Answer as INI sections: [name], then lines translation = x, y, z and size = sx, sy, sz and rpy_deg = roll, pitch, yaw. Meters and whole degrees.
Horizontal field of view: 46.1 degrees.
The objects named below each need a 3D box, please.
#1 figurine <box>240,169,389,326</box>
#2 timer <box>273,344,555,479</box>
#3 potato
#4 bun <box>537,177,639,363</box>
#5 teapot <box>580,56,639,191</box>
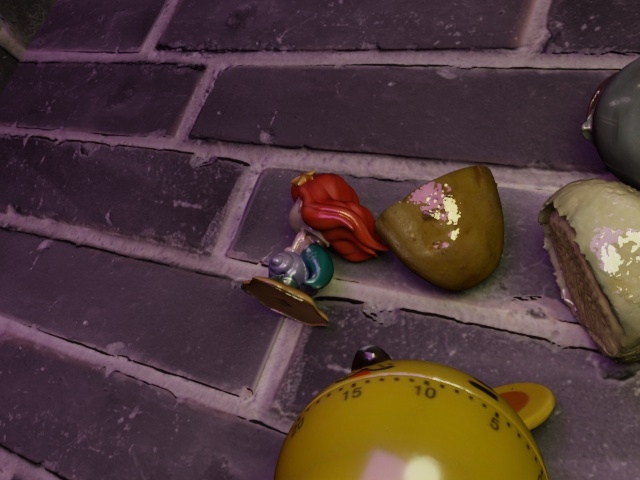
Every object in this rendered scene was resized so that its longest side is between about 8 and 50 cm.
[figurine]
translation = 0.002, 0.004, 1.297
size = 0.257, 0.181, 0.208
rpy_deg = -66, 14, -18
[timer]
translation = 0.117, 0.301, 0.972
size = 0.376, 0.376, 0.387
rpy_deg = -18, 13, 20
[potato]
translation = 0.211, -0.002, 1.181
size = 0.204, 0.178, 0.158
rpy_deg = -23, 67, -15
[bun]
translation = 0.401, 0.027, 0.996
size = 0.152, 0.259, 0.259
rpy_deg = -21, 54, 6
[teapot]
translation = 0.534, -0.165, 1.023
size = 0.315, 0.233, 0.312
rpy_deg = -13, 21, -12
